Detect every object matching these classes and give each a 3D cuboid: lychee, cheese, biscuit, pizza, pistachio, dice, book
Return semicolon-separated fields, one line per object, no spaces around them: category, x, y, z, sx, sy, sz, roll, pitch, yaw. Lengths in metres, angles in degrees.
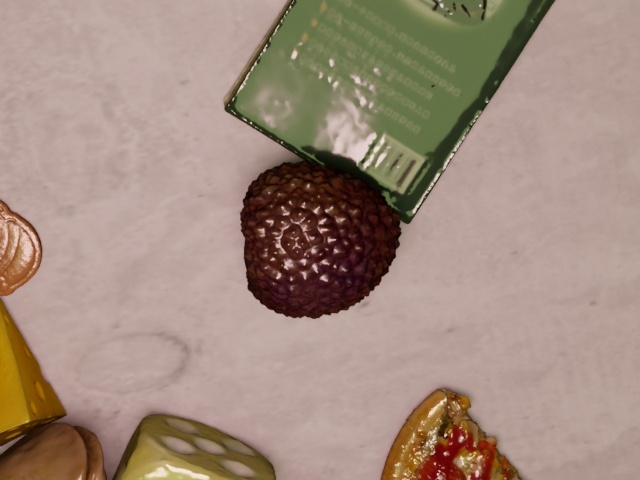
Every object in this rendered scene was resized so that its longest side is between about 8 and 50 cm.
lychee;0.000;0.000;1.458;0.188;0.188;0.188;-1;100;-3
cheese;-0.381;0.143;1.512;0.093;0.126;0.171;-26;83;6
biscuit;-0.383;0.003;1.519;0.130;0.019;0.102;33;95;-7
pizza;0.176;0.285;1.580;0.198;0.062;0.188;20;100;-8
pistachio;-0.338;0.311;1.489;0.260;0.212;0.163;-53;136;3
dice;-0.157;0.308;1.508;0.169;0.169;0.166;22;99;-7
book;0.093;-0.238;1.496;0.260;0.043;0.371;32;98;-10
